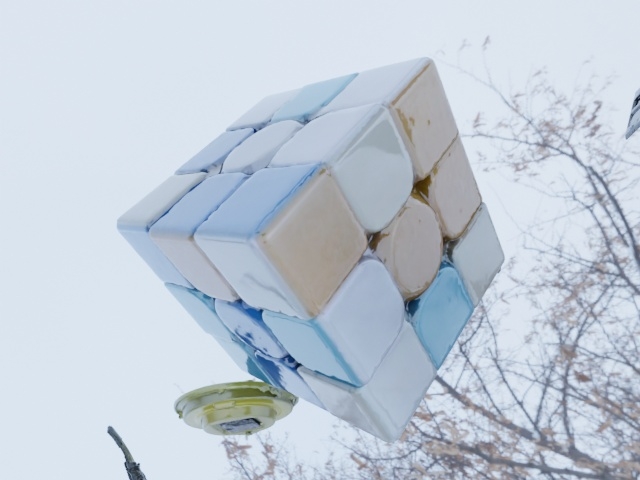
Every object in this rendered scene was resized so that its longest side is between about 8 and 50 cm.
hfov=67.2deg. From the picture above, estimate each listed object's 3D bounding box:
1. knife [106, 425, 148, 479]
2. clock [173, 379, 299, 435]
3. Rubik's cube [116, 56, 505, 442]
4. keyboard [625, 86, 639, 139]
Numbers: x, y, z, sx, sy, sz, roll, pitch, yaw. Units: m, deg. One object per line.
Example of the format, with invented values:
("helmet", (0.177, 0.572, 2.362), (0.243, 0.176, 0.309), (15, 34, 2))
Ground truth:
("knife", (-0.308, 0.408, 0.818), (0.021, 0.045, 0.222), (-44, -104, 2))
("clock", (-0.153, 0.321, 0.892), (0.236, 0.237, 0.057), (7, -127, -22))
("Rubik's cube", (0.000, 0.000, 0.688), (0.347, 0.346, 0.344), (-49, -57, -30))
("keyboard", (0.356, -0.172, 0.479), (0.011, 0.202, 0.067), (17, -99, 14))
